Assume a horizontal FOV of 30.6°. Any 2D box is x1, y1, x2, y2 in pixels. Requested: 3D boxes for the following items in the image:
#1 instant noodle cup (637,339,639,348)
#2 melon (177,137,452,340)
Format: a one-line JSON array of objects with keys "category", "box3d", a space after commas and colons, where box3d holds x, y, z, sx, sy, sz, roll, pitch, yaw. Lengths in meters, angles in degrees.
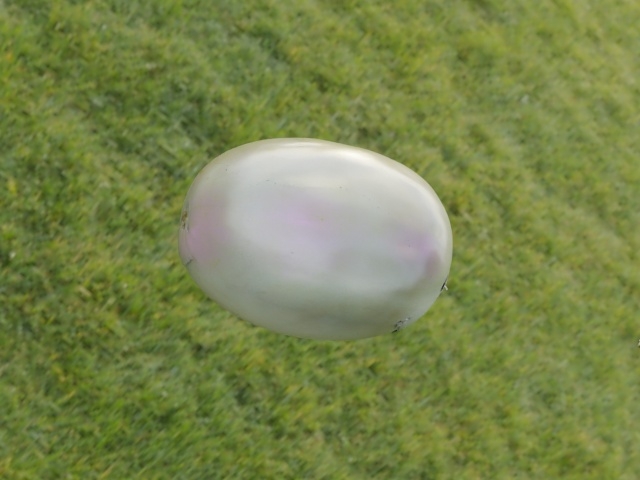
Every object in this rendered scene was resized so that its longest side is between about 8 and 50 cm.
[{"category": "instant noodle cup", "box3d": [0.491, 0.122, 1.346, 0.182, 0.230, 0.230, 43, 38, 11]}, {"category": "melon", "box3d": [0.000, 0.000, 1.313, 0.317, 0.223, 0.223, 10, 48, -18]}]
